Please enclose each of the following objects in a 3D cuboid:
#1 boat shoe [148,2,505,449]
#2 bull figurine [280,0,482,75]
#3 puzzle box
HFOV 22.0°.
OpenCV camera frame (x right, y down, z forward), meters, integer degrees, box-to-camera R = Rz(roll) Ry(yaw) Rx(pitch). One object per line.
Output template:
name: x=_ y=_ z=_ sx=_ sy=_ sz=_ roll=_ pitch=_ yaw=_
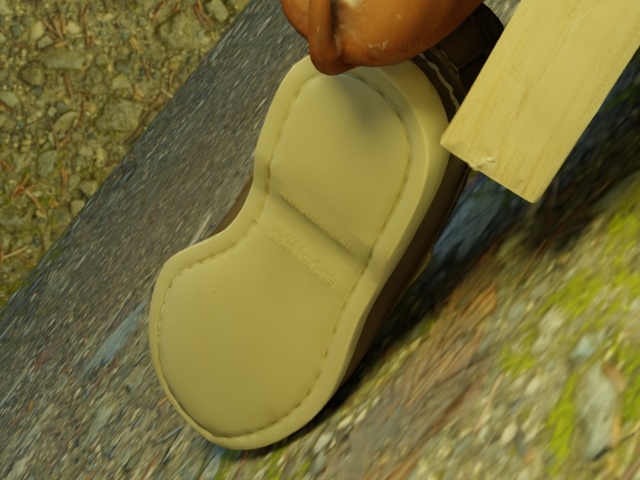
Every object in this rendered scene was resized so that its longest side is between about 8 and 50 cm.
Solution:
boat shoe: x=0.000 y=0.000 z=0.856 sx=0.097 sy=0.116 sz=0.324 roll=-39 pitch=-14 yaw=-39
bull figurine: x=0.077 y=-0.189 z=0.734 sx=0.310 sy=0.101 sz=0.188 roll=-55 pitch=-15 yaw=-48
puzzle box: x=0.191 y=-0.229 z=0.654 sx=0.272 sy=0.052 sz=0.409 roll=-54 pitch=-6 yaw=-48
